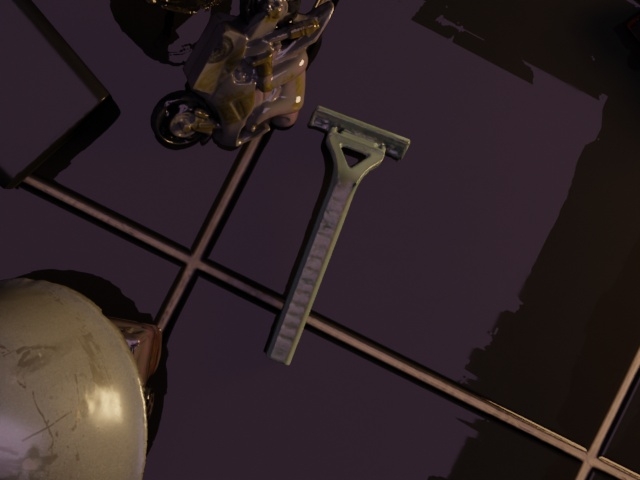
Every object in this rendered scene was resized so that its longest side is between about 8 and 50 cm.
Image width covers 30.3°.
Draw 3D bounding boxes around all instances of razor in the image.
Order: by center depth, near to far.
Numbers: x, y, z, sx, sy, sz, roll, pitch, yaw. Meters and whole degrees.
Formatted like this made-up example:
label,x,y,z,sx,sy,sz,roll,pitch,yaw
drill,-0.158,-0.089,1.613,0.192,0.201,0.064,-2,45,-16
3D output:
label,x,y,z,sx,sy,sz,roll,pitch,yaw
razor,0.001,0.001,1.284,0.111,0.056,0.277,20,88,-7

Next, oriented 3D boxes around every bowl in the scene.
label,x,y,z,sx,sy,sz,roll,pitch,yaw
bowl,-0.331,0.183,1.102,0.314,0.146,0.313,-4,81,25

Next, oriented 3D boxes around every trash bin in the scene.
label,x,y,z,sx,sy,sz,roll,pitch,yaw
trash bin,-0.348,-0.185,1.228,0.165,0.115,0.225,-43,98,-5

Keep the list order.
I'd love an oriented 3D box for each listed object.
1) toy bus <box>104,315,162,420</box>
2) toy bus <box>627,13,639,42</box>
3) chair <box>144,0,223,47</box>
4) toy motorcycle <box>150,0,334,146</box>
label,x,y,z,sx,sy,sz,roll,pitch,yaw
toy bus,-0.241,0.237,1.221,0.113,0.138,0.316,8,88,-4
toy bus,0.429,-0.189,1.324,0.077,0.065,0.192,-39,94,-15
chair,-0.162,-0.295,1.194,0.149,0.213,0.174,-43,94,1
toy motorcycle,-0.068,-0.173,1.245,0.152,0.073,0.225,21,119,-39
